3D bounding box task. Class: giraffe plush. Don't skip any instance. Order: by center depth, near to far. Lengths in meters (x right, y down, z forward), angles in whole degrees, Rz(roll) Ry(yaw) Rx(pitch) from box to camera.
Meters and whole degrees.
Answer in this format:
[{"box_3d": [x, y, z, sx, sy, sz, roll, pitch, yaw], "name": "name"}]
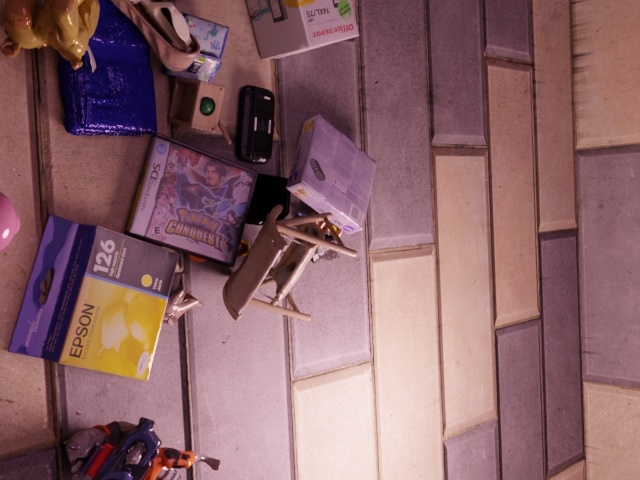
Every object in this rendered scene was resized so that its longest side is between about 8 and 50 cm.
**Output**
[{"box_3d": [-0.548, -0.439, 1.477, 0.181, 0.170, 0.210, -83, 178, -56], "name": "giraffe plush"}]

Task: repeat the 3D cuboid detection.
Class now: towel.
[{"box_3d": [-0.463, -0.386, 1.628, 0.227, 0.076, 0.308, -7, 95, -43], "name": "towel"}]

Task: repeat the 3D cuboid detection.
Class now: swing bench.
[{"box_3d": [-0.093, 0.058, 1.843, 0.254, 0.165, 0.253, 7, 129, -42], "name": "swing bench"}]

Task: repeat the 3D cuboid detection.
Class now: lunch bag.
[{"box_3d": [-0.304, -0.457, 1.774, 0.128, 0.096, 0.151, 6, 109, -43], "name": "lunch bag"}]

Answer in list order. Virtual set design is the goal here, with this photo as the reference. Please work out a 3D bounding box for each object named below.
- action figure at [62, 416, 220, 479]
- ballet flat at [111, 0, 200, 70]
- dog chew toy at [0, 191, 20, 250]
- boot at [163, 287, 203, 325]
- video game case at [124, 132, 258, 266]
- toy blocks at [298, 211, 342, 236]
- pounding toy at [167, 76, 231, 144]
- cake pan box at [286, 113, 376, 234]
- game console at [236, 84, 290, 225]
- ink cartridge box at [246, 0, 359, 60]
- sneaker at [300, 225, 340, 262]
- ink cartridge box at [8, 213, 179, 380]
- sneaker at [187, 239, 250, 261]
[{"box_3d": [-0.437, 0.530, 1.641, 0.341, 0.178, 0.330, -48, 118, 0], "name": "action figure"}, {"box_3d": [-0.369, -0.514, 1.606, 0.316, 0.106, 0.108, 50, 53, -27], "name": "ballet flat"}, {"box_3d": [-0.702, -0.042, 1.327, 0.331, 0.206, 0.207, 6, 86, -52], "name": "dog chew toy"}, {"box_3d": [-0.338, 0.165, 1.776, 0.087, 0.042, 0.118, -58, 145, -9], "name": "boot"}, {"box_3d": [-0.301, -0.093, 1.768, 0.274, 0.035, 0.248, 19, 76, -27], "name": "video game case"}, {"box_3d": [0.002, -0.082, 2.089, 0.148, 0.054, 0.123, 20, 77, -42], "name": "toy blocks"}, {"box_3d": [-0.276, -0.307, 1.751, 0.100, 0.141, 0.130, 6, 99, -44], "name": "pounding toy"}, {"box_3d": [0.041, -0.181, 2.065, 0.267, 0.070, 0.246, 34, 54, -33], "name": "cake pan box"}, {"box_3d": [-0.161, -0.221, 1.942, 0.213, 0.044, 0.361, 7, 86, -45], "name": "game console"}, {"box_3d": [-0.058, -0.632, 1.931, 0.198, 0.197, 0.270, -27, 109, -40], "name": "ink cartridge box"}, {"box_3d": [0.001, 0.001, 2.063, 0.089, 0.051, 0.170, -28, 135, -15], "name": "sneaker"}, {"box_3d": [-0.480, 0.129, 1.620, 0.307, 0.072, 0.304, 23, 75, -44], "name": "ink cartridge box"}, {"box_3d": [-0.251, 0.018, 1.839, 0.175, 0.067, 0.064, -10, 99, -42], "name": "sneaker"}]
